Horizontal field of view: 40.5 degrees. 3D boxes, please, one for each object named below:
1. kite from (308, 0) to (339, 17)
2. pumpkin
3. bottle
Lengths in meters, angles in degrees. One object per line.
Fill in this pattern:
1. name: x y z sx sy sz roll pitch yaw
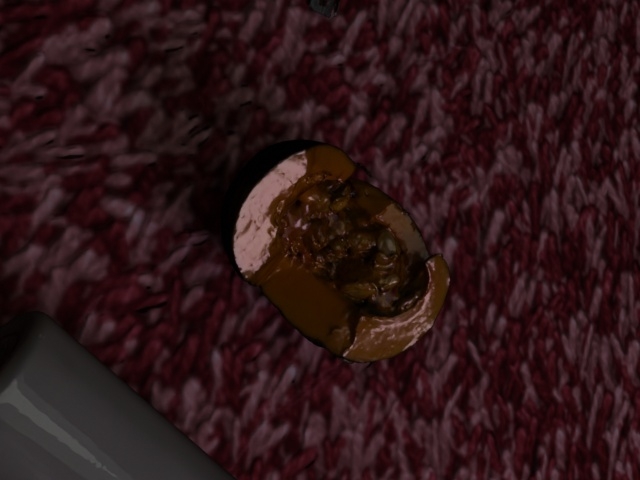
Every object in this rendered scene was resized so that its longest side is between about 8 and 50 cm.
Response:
1. kite: 0.022 -0.309 0.719 0.323 0.013 0.267 13 77 -31
2. pumpkin: 0.000 0.000 0.621 0.119 0.108 0.183 -47 121 -7
3. bottle: -0.118 0.157 0.529 0.245 0.104 0.104 48 62 -23
